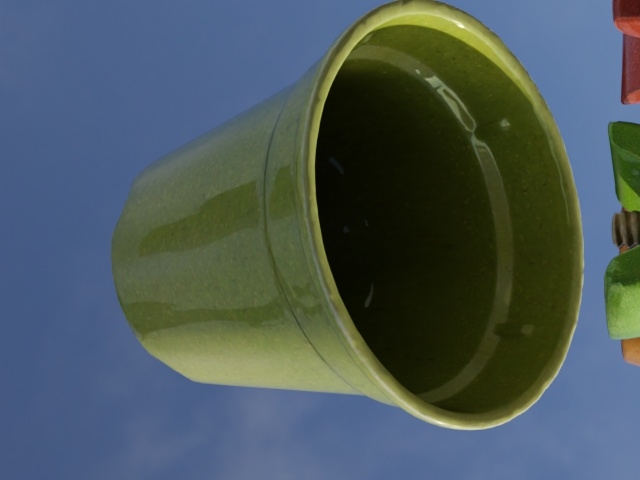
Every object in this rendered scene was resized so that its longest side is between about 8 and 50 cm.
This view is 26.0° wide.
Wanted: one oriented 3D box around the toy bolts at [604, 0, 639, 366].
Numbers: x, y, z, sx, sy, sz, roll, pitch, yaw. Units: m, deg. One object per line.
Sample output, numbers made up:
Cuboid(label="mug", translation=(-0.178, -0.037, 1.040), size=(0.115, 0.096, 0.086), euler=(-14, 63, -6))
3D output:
Cuboid(label="toy bolts", translation=(0.230, -0.044, 0.695), size=(0.218, 0.158, 0.228), euler=(55, -142, -64))

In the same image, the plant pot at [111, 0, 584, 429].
Cuboid(label="plant pot", translation=(0.000, 0.000, 0.962), size=(0.276, 0.254, 0.276), euler=(12, -107, -43))
